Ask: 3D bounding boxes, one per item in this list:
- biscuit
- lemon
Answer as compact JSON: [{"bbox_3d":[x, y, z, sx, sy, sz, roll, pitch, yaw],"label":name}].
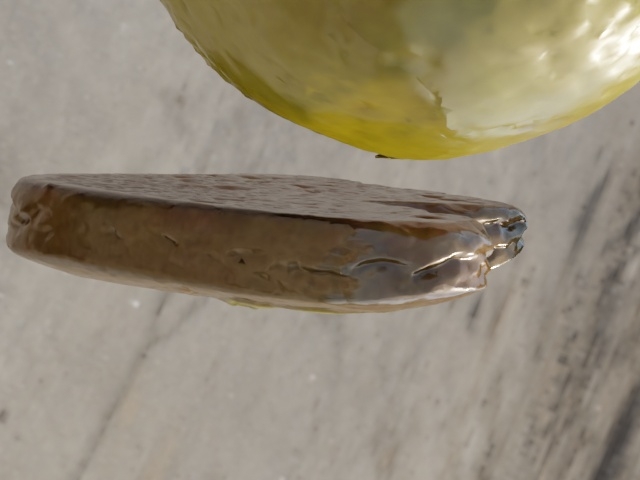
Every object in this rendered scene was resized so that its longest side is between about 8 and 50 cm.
[{"bbox_3d":[0.000,0.002,0.759,0.277,0.262,0.052,-3,99,-54],"label":"biscuit"},{"bbox_3d":[0.040,-0.144,0.567,0.236,0.263,0.236,2,87,-40],"label":"lemon"}]
